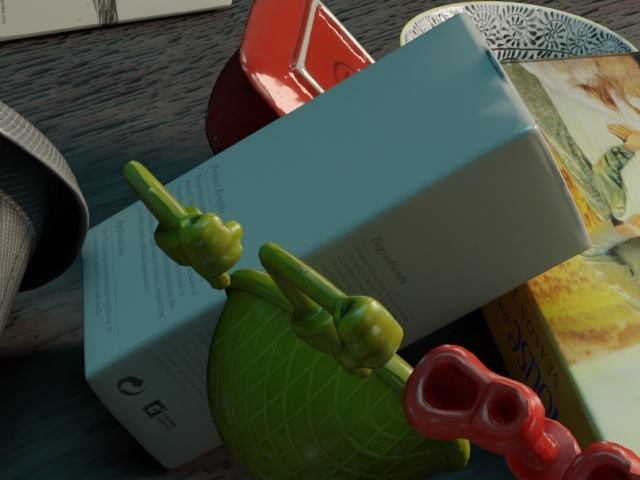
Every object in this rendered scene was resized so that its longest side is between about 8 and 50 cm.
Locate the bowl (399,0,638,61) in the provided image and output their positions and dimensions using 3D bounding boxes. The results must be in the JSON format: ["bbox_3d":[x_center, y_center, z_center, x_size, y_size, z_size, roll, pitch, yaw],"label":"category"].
[{"bbox_3d":[0.135,-0.096,0.863,0.170,0.080,0.170,3,34,-2],"label":"bowl"}]

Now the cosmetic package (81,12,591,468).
[{"bbox_3d":[0.000,0.000,0.600,0.231,0.085,0.117,-27,37,10],"label":"cosmetic package"}]

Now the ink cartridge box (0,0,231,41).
[{"bbox_3d":[-0.230,-0.259,1.020,0.273,0.114,0.197,-14,38,-27],"label":"ink cartridge box"}]

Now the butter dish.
[{"bbox_3d":[-0.018,-0.062,0.767,0.160,0.118,0.160,44,27,-22],"label":"butter dish"}]

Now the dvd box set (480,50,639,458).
[{"bbox_3d":[0.245,0.049,0.619,0.307,0.062,0.420,-5,45,-13],"label":"dvd box set"}]

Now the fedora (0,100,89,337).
[{"bbox_3d":[-0.251,0.008,0.573,0.275,0.244,0.124,9,62,-6],"label":"fedora"}]

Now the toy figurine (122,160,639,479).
[{"bbox_3d":[0.026,0.159,0.385,0.362,0.191,0.217,29,81,32],"label":"toy figurine"}]
